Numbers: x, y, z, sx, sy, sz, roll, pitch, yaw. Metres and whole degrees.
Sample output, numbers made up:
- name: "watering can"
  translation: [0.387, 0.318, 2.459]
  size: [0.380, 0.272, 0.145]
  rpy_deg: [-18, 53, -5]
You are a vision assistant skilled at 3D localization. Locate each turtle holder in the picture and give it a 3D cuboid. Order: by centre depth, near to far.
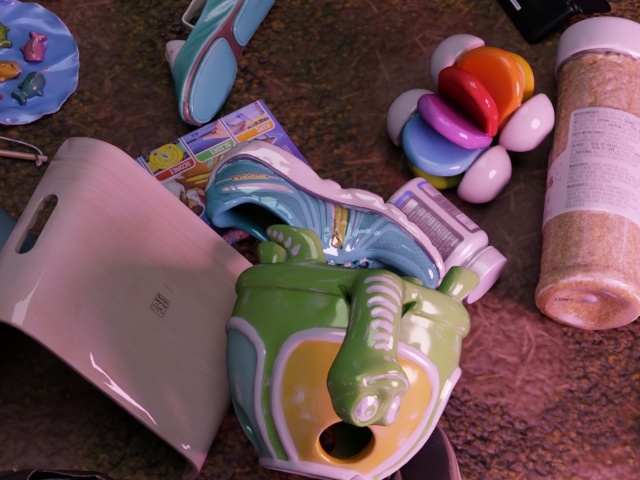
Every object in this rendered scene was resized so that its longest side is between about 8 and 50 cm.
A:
- name: "turtle holder"
  translation: [0.038, 0.123, 1.709]
  size: [0.243, 0.320, 0.227]
  rpy_deg: [19, 79, -35]

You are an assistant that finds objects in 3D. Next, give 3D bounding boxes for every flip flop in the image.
- name: "flip flop"
  translation: [0.122, 0.283, 1.769]
  size: [0.112, 0.080, 0.277]
  rpy_deg: [-35, 50, -4]

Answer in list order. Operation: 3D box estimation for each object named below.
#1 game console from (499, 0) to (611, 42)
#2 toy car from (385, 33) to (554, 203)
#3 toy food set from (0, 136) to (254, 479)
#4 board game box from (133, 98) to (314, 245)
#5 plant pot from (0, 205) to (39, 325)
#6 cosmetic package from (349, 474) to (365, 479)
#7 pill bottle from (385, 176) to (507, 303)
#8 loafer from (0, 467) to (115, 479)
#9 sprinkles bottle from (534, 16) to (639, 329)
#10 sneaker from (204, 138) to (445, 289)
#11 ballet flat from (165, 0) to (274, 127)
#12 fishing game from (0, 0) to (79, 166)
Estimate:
- name: "game console"
  translation: [0.278, -0.307, 2.165]
  size: [0.107, 0.071, 0.122]
  rpy_deg: [-36, 66, 9]
- name: "toy car"
  translation: [0.160, -0.139, 1.966]
  size: [0.159, 0.136, 0.182]
  rpy_deg: [42, 101, 16]
- name: "toy food set"
  translation: [-0.190, 0.072, 1.780]
  size: [0.306, 0.092, 0.219]
  rpy_deg: [42, 57, -28]
- name: "board game box"
  translation: [-0.117, -0.062, 1.971]
  size: [0.201, 0.035, 0.136]
  rpy_deg: [-27, 66, -19]
- name: "plant pot"
  translation: [-0.432, 0.019, 1.775]
  size: [0.255, 0.271, 0.271]
  rpy_deg: [28, 61, -6]
- name: "cosmetic package"
  translation: [0.023, 0.348, 1.667]
  size: [0.151, 0.183, 0.151]
  rpy_deg: [-38, 71, -23]
- name: "pill bottle"
  translation: [0.135, 0.001, 1.937]
  size: [0.078, 0.078, 0.137]
  rpy_deg: [-39, 71, -24]
- name: "loafer"
  translation: [-0.302, 0.256, 1.747]
  size: [0.220, 0.078, 0.080]
  rpy_deg: [-7, 61, -10]
- name: "sprinkles bottle"
  translation: [0.314, -0.080, 1.976]
  size: [0.121, 0.121, 0.355]
  rpy_deg: [10, 60, 0]
- name: "sneaker"
  translation: [0.000, 0.000, 1.888]
  size: [0.275, 0.107, 0.110]
  rpy_deg: [25, 48, -3]
- name: "ballet flat"
  translation: [-0.130, -0.231, 2.052]
  size: [0.087, 0.083, 0.247]
  rpy_deg: [9, 57, 27]
- name: "fishing game"
  translation: [-0.372, -0.213, 2.029]
  size: [0.189, 0.041, 0.264]
  rpy_deg: [12, 60, -2]
